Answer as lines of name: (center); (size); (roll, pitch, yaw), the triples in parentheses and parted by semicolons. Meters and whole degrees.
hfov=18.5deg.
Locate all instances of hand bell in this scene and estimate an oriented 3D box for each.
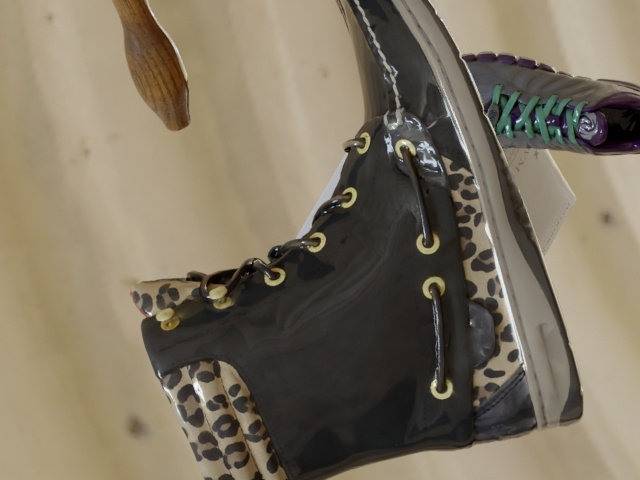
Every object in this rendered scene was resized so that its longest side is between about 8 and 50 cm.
hand bell: (-0.138, -0.176, 1.367); (0.126, 0.126, 0.242); (-46, -46, -33)

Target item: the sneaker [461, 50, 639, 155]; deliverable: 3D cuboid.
sneaker: (0.186, -0.109, 1.618); (0.224, 0.098, 0.083); (2, -80, -10)

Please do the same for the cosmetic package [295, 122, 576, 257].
cosmetic package: (0.111, -0.012, 1.853); (0.224, 0.138, 0.224); (-60, -27, -9)

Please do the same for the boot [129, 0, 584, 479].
boot: (0.000, 0.000, 1.414); (0.138, 0.284, 0.377); (30, -141, -89)
